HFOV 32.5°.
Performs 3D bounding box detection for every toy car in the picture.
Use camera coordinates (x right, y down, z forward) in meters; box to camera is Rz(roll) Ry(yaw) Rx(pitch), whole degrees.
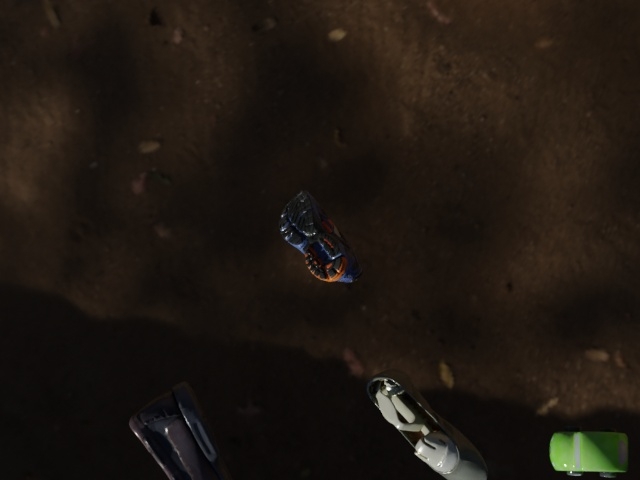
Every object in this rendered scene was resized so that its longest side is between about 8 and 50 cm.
[{"bbox_3d":[0.391,0.261,1.338,0.225,0.053,0.239,-3,77,18],"label":"toy car"}]

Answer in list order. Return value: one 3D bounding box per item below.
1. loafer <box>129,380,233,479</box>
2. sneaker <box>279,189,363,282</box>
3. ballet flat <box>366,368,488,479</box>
[{"bbox_3d":[-0.172,0.327,1.500,0.095,0.109,0.302,-23,120,-9],"label":"loafer"},{"bbox_3d":[0.000,0.000,1.848,0.083,0.221,0.087,-45,136,18],"label":"sneaker"},{"bbox_3d":[0.139,0.264,1.507,0.213,0.068,0.072,47,121,27],"label":"ballet flat"}]
